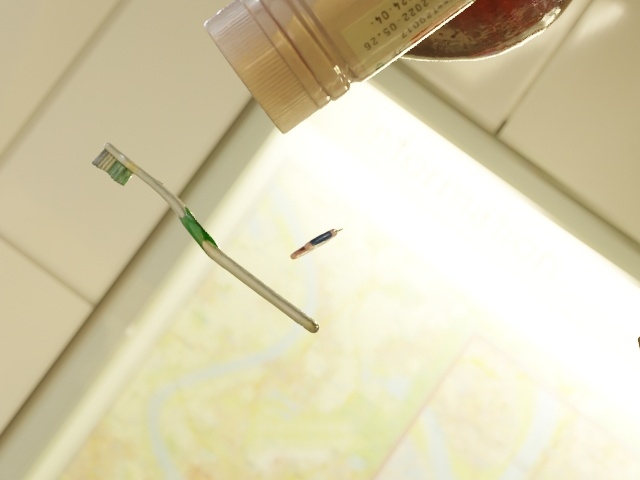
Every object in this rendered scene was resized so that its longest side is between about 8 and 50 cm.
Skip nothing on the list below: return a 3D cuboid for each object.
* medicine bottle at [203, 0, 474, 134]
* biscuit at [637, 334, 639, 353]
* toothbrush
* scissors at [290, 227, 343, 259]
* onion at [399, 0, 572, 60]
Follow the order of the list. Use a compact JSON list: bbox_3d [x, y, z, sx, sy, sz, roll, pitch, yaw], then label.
[{"bbox_3d":[0.031,-0.215,1.692,0.133,0.249,0.133,55,1,-2],"label":"medicine bottle"},{"bbox_3d":[0.375,0.137,2.068,0.092,0.016,0.082,49,-30,9],"label":"biscuit"},{"bbox_3d":[-0.110,-0.004,1.843,0.304,0.030,0.030,38,-8,25],"label":"toothbrush"},{"bbox_3d":[0.000,0.000,2.550,0.012,0.039,0.113,57,35,4],"label":"scissors"},{"bbox_3d":[0.135,-0.357,2.172,0.341,0.341,0.341,35,-9,7],"label":"onion"}]
